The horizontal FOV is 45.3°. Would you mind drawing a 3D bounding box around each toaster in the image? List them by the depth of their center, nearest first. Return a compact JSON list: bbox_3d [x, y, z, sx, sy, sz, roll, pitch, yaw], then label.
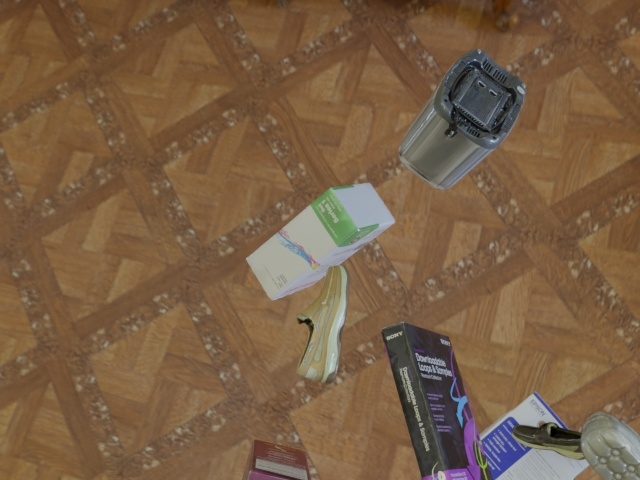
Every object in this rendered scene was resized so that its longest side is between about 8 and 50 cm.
[{"bbox_3d":[0.213,-0.178,1.186,0.129,0.146,0.227,36,50,-2],"label":"toaster"}]

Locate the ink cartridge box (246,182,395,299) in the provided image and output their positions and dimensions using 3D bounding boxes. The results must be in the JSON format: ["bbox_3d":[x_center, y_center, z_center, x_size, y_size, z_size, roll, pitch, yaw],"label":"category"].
[{"bbox_3d":[0.000,0.000,1.717,0.278,0.201,0.117,-39,79,27],"label":"ink cartridge box"}]

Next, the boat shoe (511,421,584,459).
[{"bbox_3d":[0.431,0.364,1.437,0.152,0.056,0.049,6,110,37],"label":"boat shoe"}]

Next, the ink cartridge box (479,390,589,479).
[{"bbox_3d":[0.345,0.486,1.534,0.371,0.069,0.176,-41,77,3],"label":"ink cartridge box"}]

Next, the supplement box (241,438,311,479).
[{"bbox_3d":[-0.064,0.335,1.001,0.081,0.188,0.104,14,87,-3],"label":"supplement box"}]

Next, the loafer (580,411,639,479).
[{"bbox_3d":[0.568,0.426,1.309,0.112,0.111,0.319,-37,91,28],"label":"loafer"}]

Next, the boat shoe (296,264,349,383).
[{"bbox_3d":[-0.001,0.120,1.176,0.072,0.068,0.190,12,61,-7],"label":"boat shoe"}]

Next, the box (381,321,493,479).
[{"bbox_3d":[0.112,0.161,0.713,0.029,0.116,0.162,-26,66,23],"label":"box"}]
